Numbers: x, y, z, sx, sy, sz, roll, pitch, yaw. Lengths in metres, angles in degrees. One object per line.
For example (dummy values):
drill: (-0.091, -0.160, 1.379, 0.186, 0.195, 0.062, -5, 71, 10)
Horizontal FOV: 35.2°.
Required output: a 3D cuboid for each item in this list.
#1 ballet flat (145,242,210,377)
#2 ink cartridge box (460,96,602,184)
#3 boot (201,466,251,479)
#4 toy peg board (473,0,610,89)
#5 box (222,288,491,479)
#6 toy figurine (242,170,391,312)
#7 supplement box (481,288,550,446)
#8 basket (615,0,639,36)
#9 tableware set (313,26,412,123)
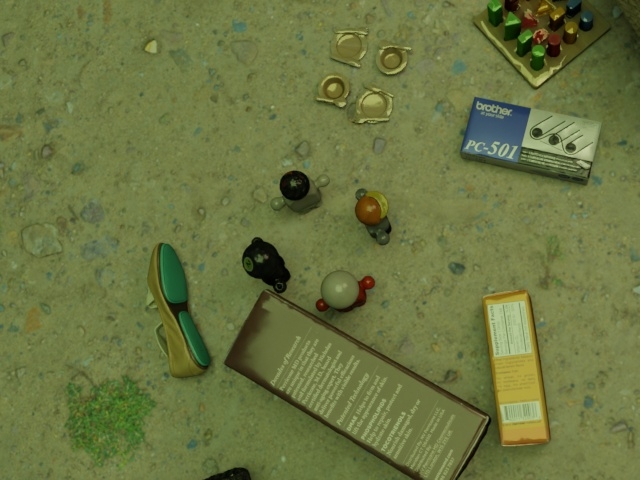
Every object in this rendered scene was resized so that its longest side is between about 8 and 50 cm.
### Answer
ballet flat: (-0.253, 0.119, 1.670, 0.073, 0.080, 0.232, -25, 74, 21)
ink cartridge box: (0.338, -0.161, 1.623, 0.207, 0.046, 0.097, 13, 81, 13)
boot: (-0.075, 0.470, 1.541, 0.348, 0.131, 0.260, -14, 77, 8)
toy peg board: (0.360, -0.363, 1.640, 0.161, 0.079, 0.161, -39, 76, 2)
box: (0.060, 0.229, 1.529, 0.381, 0.191, 0.143, 31, 87, 15)
toy figurine: (0.000, 0.000, 1.605, 0.213, 0.148, 0.209, 22, 84, 14)
supplement box: (0.301, 0.196, 1.549, 0.080, 0.078, 0.233, -6, 78, 13)
basket: (0.588, -0.384, 1.405, 0.331, 0.328, 0.266, -41, 111, 15)
tableware set: (0.070, -0.282, 1.710, 0.141, 0.020, 0.168, 17, 83, 13)
